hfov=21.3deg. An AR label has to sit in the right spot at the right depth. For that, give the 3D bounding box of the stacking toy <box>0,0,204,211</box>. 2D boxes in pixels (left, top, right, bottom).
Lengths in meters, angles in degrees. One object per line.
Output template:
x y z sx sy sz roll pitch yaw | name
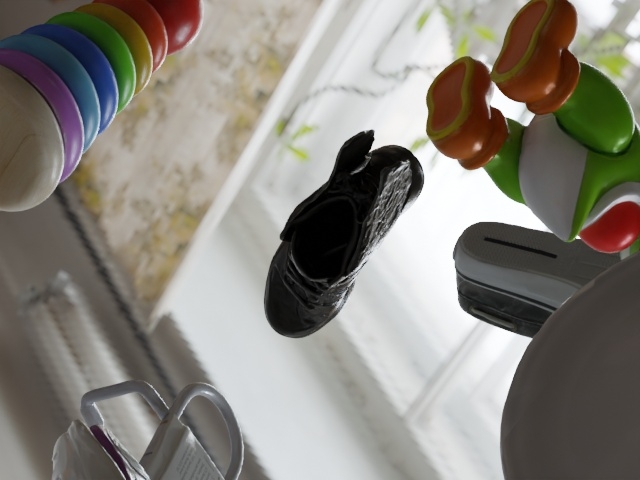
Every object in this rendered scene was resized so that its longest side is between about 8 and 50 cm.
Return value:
-0.215 -0.160 1.567 0.141 0.141 0.330 36 -139 6 | stacking toy

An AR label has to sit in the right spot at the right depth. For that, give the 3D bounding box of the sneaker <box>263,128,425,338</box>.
0.002 0.002 0.917 0.051 0.170 0.089 42 -147 8 | sneaker

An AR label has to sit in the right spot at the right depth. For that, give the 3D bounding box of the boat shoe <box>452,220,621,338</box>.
0.310 0.074 1.940 0.335 0.119 0.121 21 -133 24 | boat shoe

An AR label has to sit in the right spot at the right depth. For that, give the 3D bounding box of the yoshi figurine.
0.278 -0.070 1.507 0.362 0.203 0.203 37 -179 -20 | yoshi figurine

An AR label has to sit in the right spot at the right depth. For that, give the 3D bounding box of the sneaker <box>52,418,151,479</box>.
-0.201 0.246 1.398 0.114 0.152 0.305 51 178 -19 | sneaker

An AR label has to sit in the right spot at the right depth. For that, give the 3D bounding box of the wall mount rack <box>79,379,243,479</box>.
-0.163 0.317 1.656 0.304 0.130 0.350 59 -148 -23 | wall mount rack

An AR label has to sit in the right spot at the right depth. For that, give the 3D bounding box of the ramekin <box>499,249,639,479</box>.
0.249 0.128 0.986 0.127 0.272 0.273 59 -171 -39 | ramekin
